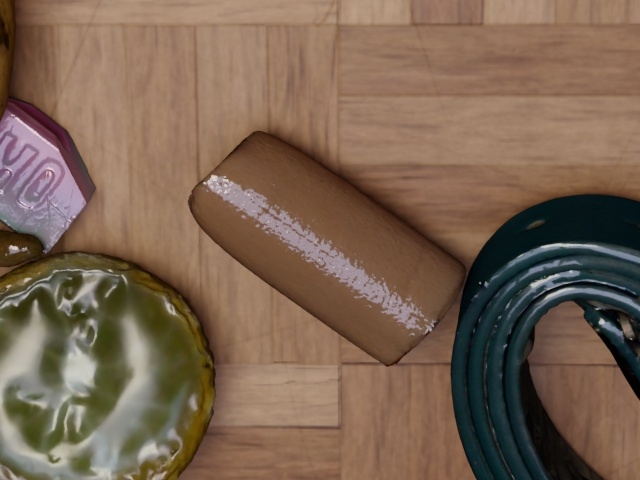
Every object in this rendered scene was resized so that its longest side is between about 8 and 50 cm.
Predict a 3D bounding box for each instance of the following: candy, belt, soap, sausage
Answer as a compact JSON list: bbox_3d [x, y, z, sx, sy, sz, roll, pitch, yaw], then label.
[{"bbox_3d":[-0.226,0.135,1.782,0.260,0.118,0.259,0,87,-4],"label":"candy"},{"bbox_3d":[0.298,0.167,1.764,0.300,0.173,0.436,-32,99,20],"label":"belt"},{"bbox_3d":[-0.285,-0.072,1.781,0.149,0.056,0.100,39,101,-8],"label":"soap"},{"bbox_3d":[0.000,0.000,1.754,0.253,0.123,0.123,36,104,-8],"label":"sausage"}]

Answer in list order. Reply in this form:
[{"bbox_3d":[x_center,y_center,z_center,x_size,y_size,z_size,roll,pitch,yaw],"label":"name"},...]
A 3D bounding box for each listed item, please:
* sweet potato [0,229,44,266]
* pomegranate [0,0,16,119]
[{"bbox_3d":[-0.384,0.025,1.800,0.269,0.075,0.074,-15,105,14],"label":"sweet potato"},{"bbox_3d":[-0.401,-0.172,1.645,0.281,0.281,0.281,1,106,2],"label":"pomegranate"}]
